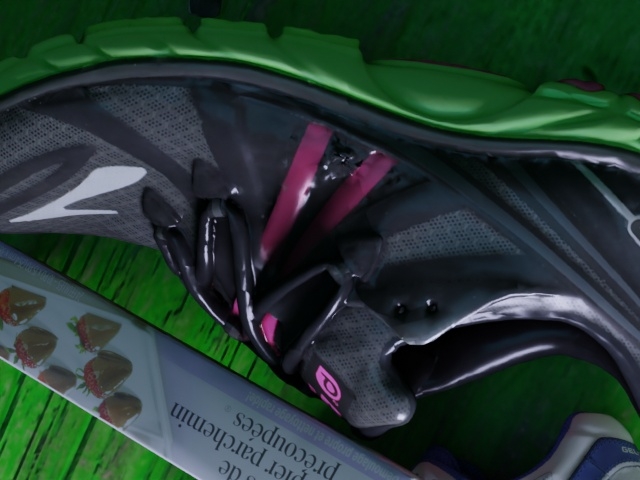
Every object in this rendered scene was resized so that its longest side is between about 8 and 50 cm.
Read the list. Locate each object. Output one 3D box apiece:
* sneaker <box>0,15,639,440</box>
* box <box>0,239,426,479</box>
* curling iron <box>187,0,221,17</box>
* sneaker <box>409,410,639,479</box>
[{"bbox_3d":[0.000,0.000,1.028,0.483,0.185,0.202,9,80,16],"label":"sneaker"},{"bbox_3d":[-0.080,0.094,1.087,0.324,0.067,0.063,27,87,28],"label":"box"},{"bbox_3d":[-0.038,-0.251,0.980,0.068,0.035,0.274,15,101,13],"label":"curling iron"},{"bbox_3d":[0.063,0.193,1.094,0.296,0.112,0.131,-22,71,15],"label":"sneaker"}]
